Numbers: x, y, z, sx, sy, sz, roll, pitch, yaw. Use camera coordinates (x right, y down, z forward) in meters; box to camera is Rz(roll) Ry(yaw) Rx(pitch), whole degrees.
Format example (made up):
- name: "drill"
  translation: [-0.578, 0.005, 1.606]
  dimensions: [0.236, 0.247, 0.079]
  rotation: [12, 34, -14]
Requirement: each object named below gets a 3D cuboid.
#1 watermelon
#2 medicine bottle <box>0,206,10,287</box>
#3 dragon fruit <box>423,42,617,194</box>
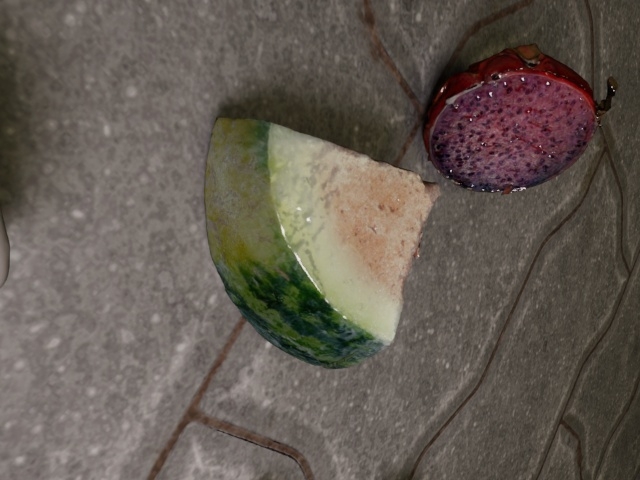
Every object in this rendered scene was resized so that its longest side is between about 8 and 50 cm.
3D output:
- name: "watermelon"
  translation: [0.000, 0.000, 0.541]
  dimensions: [0.231, 0.193, 0.310]
  rotation: [-22, 102, -15]
- name: "medicine bottle"
  translation: [-0.323, -0.009, 0.221]
  dimensions: [0.288, 0.157, 0.157]
  rotation: [-18, 111, -37]
- name: "dragon fruit"
  translation: [0.262, -0.190, 0.699]
  dimensions: [0.224, 0.218, 0.148]
  rotation: [110, -7, -50]
